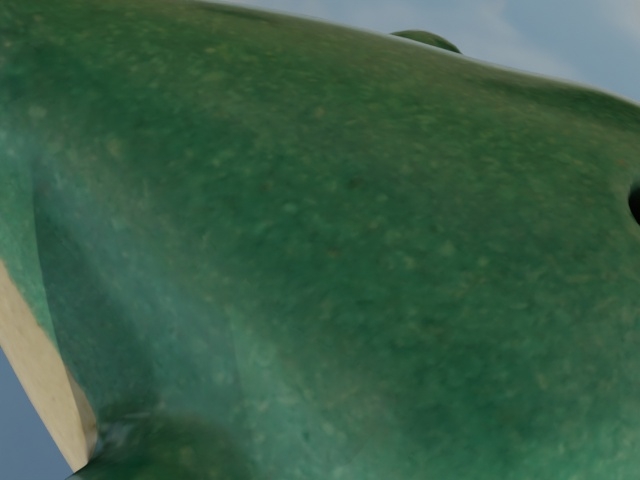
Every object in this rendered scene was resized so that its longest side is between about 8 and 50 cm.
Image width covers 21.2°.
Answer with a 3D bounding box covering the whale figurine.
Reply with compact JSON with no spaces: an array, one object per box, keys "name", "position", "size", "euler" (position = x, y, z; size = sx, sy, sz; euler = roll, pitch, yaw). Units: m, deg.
[{"name":"whale figurine","position":[0.000,0.000,0.400],"size":[0.272,0.141,0.216],"euler":[40,-136,-5]}]
